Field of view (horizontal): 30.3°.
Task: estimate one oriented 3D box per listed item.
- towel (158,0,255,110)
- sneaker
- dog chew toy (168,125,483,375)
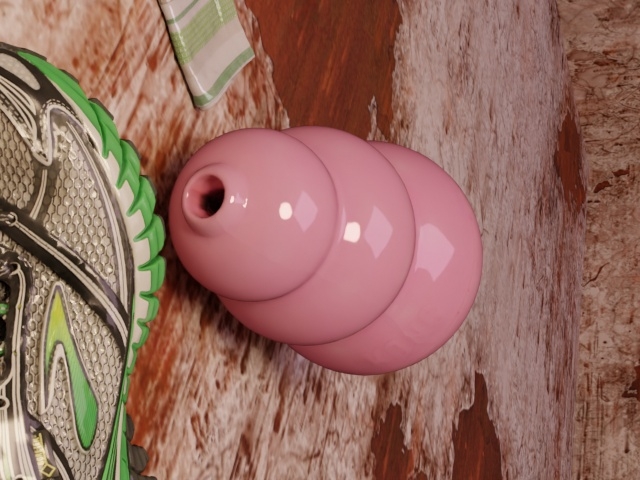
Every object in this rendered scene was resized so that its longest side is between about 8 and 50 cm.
[{"bbox_3d":[-0.098,-0.198,0.975,0.113,0.023,0.152,-65,144,-54],"label":"towel"},{"bbox_3d":[-0.159,0.068,0.601,0.146,0.134,0.343,-23,108,-68],"label":"sneaker"},{"bbox_3d":[0.000,0.000,0.963,0.332,0.206,0.206,21,66,-59],"label":"dog chew toy"}]
